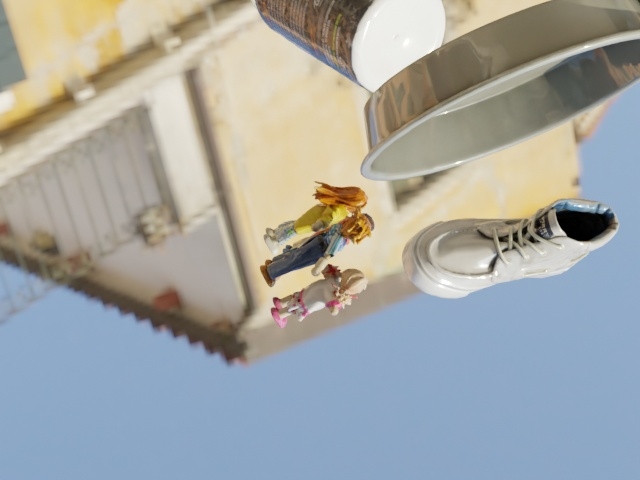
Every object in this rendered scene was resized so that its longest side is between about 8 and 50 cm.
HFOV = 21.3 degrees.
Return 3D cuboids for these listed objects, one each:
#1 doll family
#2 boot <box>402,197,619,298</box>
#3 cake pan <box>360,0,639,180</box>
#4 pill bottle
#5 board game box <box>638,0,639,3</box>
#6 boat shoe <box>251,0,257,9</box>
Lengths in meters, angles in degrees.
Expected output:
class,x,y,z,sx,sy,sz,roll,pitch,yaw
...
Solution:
class,x,y,z,sx,sy,sz,roll,pitch,yaw
doll family,0.000,0.000,2.347,0.163,0.118,0.263,-25,-157,17
boot,0.220,-0.004,1.927,0.258,0.095,0.123,-9,162,-39
cake pan,0.162,-0.134,1.462,0.293,0.054,0.293,-21,170,-4
pill bottle,0.014,-0.264,1.866,0.130,0.130,0.245,-29,-137,-24
board game box,0.371,-0.300,1.776,0.026,0.126,0.186,7,-169,37
boat shoe,-0.064,-0.370,2.157,0.084,0.233,0.079,-15,-120,2
